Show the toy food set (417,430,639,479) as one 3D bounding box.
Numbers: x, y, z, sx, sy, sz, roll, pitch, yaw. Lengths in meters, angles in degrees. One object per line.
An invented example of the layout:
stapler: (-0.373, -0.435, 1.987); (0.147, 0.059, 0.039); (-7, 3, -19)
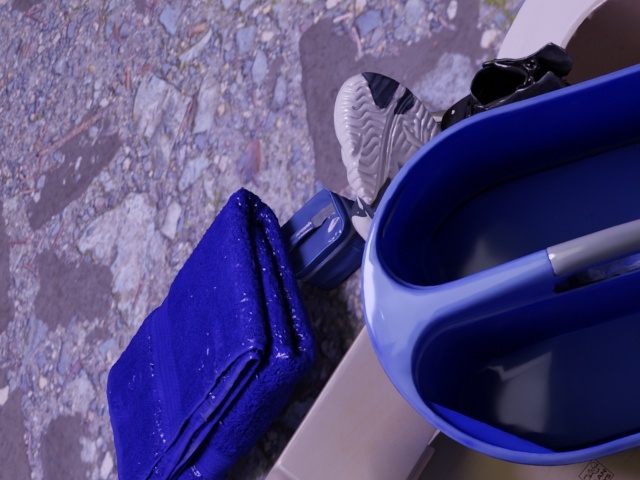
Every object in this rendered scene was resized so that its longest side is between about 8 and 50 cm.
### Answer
toy food set: (0.216, 0.171, 1.160); (0.220, 0.092, 0.306); (40, 102, 18)

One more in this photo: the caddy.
caddy: (0.199, 0.018, 1.027); (0.341, 0.179, 0.241); (-18, 74, 6)

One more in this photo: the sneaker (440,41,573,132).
sneaker: (0.144, -0.117, 1.242); (0.170, 0.089, 0.051); (-6, 70, 45)

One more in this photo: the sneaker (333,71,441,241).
sneaker: (0.058, -0.054, 1.377); (0.094, 0.235, 0.153); (-44, 28, -11)

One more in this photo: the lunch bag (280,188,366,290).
lunch bag: (0.000, 0.000, 1.511); (0.098, 0.065, 0.067); (-43, 46, 24)

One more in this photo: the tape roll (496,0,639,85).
tape roll: (0.274, -0.124, 1.254); (0.286, 0.100, 0.286); (-21, 60, 40)

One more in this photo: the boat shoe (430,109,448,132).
boat shoe: (0.136, -0.104, 1.435); (0.133, 0.049, 0.042); (-8, 100, 35)

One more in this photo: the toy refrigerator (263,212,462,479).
toy refrigerator: (0.070, 0.093, 1.170); (0.269, 0.094, 0.102); (-56, -2, -20)

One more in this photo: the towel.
towel: (-0.124, 0.123, 1.530); (0.308, 0.076, 0.227); (-52, 42, 36)
